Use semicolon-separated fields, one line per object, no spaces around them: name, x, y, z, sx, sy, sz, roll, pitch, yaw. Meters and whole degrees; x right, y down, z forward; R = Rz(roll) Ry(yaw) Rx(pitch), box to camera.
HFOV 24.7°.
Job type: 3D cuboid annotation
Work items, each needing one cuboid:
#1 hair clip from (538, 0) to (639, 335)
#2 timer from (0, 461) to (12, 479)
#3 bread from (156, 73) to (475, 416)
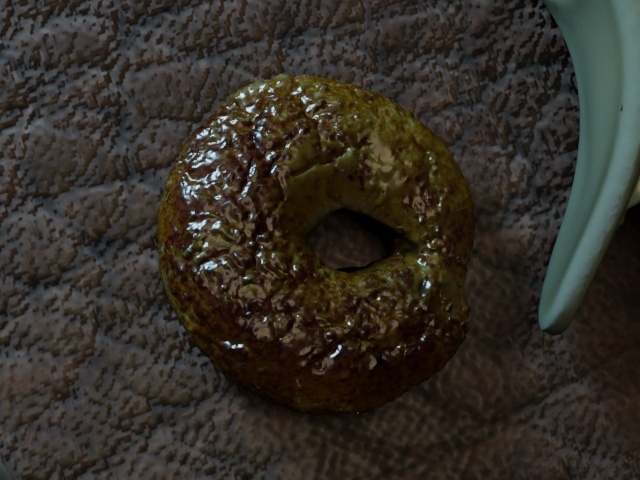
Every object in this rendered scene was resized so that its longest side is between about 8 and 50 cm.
hair clip;0.173;-0.061;0.785;0.113;0.172;0.282;-1;87;0
timer;-0.219;0.142;0.624;0.175;0.266;0.175;2;78;-7
bread;0.000;0.000;0.792;0.193;0.064;0.193;3;77;-11
